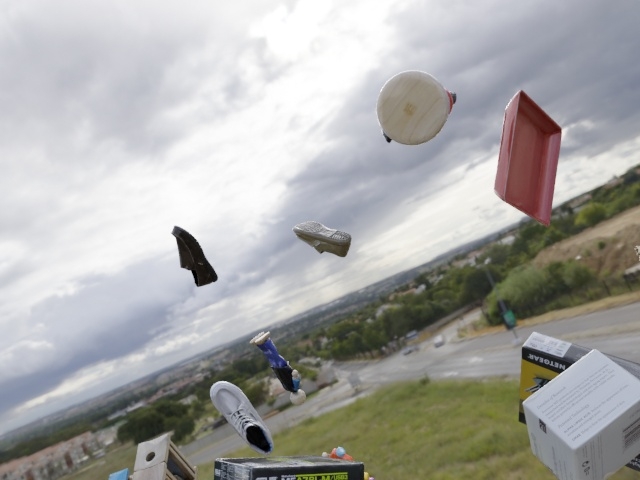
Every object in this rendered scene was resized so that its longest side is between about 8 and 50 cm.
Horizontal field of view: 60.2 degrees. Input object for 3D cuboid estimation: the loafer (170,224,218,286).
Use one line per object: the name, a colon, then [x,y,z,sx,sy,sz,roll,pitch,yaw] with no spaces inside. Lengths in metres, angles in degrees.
loafer: [-0.386,0.054,1.645,0.078,0.220,0.080,-38,27,-21]

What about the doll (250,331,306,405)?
doll: [-0.091,0.302,1.287,0.046,0.189,0.129,-36,6,-27]

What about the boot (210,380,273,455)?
boot: [-0.231,0.538,1.675,0.095,0.258,0.123,-43,10,-15]

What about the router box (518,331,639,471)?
router box: [0.638,0.380,1.316,0.308,0.243,0.081,14,32,39]

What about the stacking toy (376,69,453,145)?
stacking toy: [0.224,-0.287,1.195,0.141,0.141,0.330,-26,3,23]

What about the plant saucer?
plant saucer: [0.490,-0.186,1.310,0.047,0.259,0.258,5,-9,44]

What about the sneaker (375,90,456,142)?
sneaker: [0.292,-0.360,1.634,0.107,0.124,0.283,-19,10,-36]

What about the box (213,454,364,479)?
box: [-0.054,0.366,0.867,0.184,0.045,0.190,10,-20,-23]

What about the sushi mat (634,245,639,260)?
sushi mat: [0.746,0.070,0.983,0.316,0.019,0.151,5,37,11]

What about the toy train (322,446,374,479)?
toy train: [0.049,0.517,1.192,0.046,0.125,0.167,-50,-20,-66]

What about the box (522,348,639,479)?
box: [0.482,0.330,0.994,0.181,0.181,0.119,-32,36,-10]

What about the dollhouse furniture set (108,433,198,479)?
dollhouse furniture set: [-0.350,0.489,1.057,0.183,0.129,0.129,-21,33,5]

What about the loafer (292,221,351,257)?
loafer: [0.000,0.000,1.126,0.056,0.050,0.148,-24,31,-39]
